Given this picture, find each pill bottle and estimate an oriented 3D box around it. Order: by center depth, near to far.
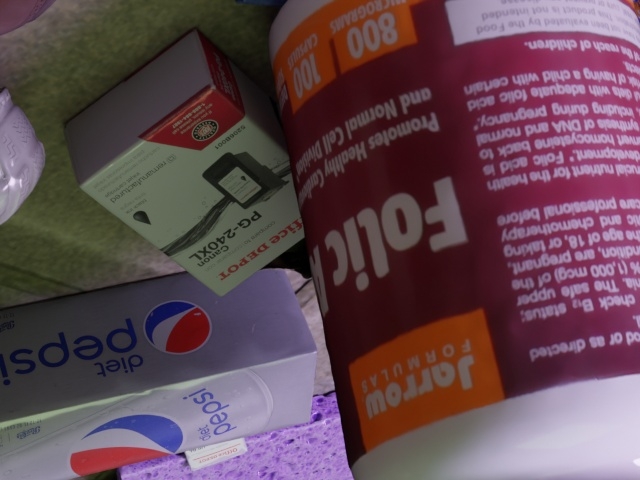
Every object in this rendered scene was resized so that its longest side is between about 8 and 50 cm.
[{"bbox_3d":[0.110,0.035,0.997,0.224,0.392,0.224,-11,162,-4],"label":"pill bottle"}]

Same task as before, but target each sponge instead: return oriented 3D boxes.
[{"bbox_3d":[-0.063,0.187,1.427,0.210,0.031,0.117,-13,142,-13],"label":"sponge"}]

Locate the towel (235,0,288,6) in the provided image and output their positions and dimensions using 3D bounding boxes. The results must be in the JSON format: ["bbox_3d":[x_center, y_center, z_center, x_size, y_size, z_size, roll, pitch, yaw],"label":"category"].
[{"bbox_3d":[0.081,-0.239,0.983,0.209,0.034,0.285,0,139,-31],"label":"towel"}]

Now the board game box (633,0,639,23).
[{"bbox_3d":[0.361,-0.170,1.173,0.347,0.078,0.233,-18,143,-7],"label":"board game box"}]

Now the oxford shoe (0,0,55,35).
[{"bbox_3d":[-0.122,-0.209,0.883,0.271,0.097,0.098,-43,159,31],"label":"oxford shoe"}]

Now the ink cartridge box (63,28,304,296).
[{"bbox_3d":[-0.071,-0.046,1.102,0.109,0.063,0.150,-36,135,14],"label":"ink cartridge box"}]

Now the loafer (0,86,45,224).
[{"bbox_3d":[-0.312,-0.006,1.018,0.319,0.112,0.111,-30,107,10],"label":"loafer"}]

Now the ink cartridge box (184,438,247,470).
[{"bbox_3d":[-0.086,0.144,1.339,0.048,0.028,0.083,-19,118,-6],"label":"ink cartridge box"}]

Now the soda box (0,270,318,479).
[{"bbox_3d":[-0.151,0.099,1.220,0.286,0.098,0.091,-12,142,-15],"label":"soda box"}]

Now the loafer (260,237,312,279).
[{"bbox_3d":[0.000,0.000,1.216,0.148,0.050,0.056,-6,141,-20],"label":"loafer"}]
